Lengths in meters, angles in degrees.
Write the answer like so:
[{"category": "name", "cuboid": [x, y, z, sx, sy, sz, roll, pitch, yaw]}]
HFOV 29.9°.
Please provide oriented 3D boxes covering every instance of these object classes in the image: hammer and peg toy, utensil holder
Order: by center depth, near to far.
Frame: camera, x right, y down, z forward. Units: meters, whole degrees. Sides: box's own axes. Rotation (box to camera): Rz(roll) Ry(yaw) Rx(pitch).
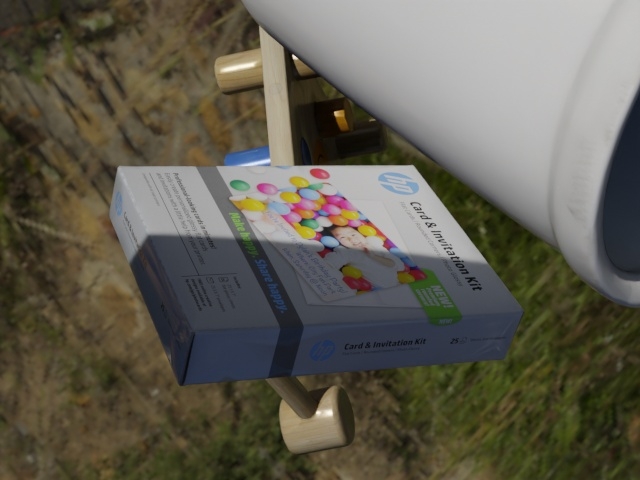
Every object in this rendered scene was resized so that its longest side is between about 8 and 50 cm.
[{"category": "utensil holder", "cuboid": [0.163, -0.192, 0.856, 0.385, 0.328, 0.327, 41, 147, 35]}, {"category": "hammer and peg toy", "cuboid": [0.000, 0.000, 1.110, 0.127, 0.361, 0.266, -10, 157, 11]}]

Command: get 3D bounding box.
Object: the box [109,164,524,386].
[{"category": "box", "cuboid": [-0.005, 0.012, 0.647, 0.145, 0.186, 0.038, -121, 39, -47]}]
